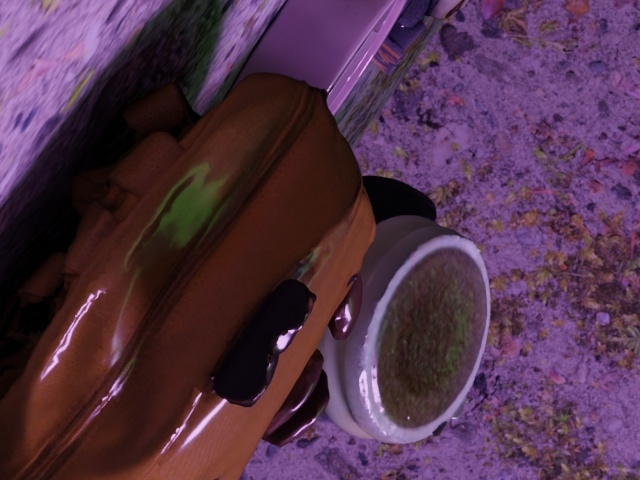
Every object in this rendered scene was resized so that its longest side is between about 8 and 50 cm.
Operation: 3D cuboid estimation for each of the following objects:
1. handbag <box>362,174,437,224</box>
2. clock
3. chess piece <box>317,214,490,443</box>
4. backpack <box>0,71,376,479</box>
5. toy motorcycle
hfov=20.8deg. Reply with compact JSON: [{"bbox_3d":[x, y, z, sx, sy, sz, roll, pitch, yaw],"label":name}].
[{"bbox_3d":[-0.003,-0.002,2.236,0.275,0.178,0.302,-40,-179,20],"label":"handbag"},{"bbox_3d":[-0.005,-0.150,1.434,0.197,0.068,0.197,-55,178,-3],"label":"clock"},{"bbox_3d":[-0.027,0.040,1.366,0.176,0.298,0.176,-23,121,-44],"label":"chess piece"},{"bbox_3d":[-0.090,0.060,1.077,0.353,0.201,0.378,-59,-179,-8],"label":"backpack"},{"bbox_3d":[0.123,-0.286,1.857,0.157,0.091,0.263,-50,178,-19],"label":"toy motorcycle"}]
